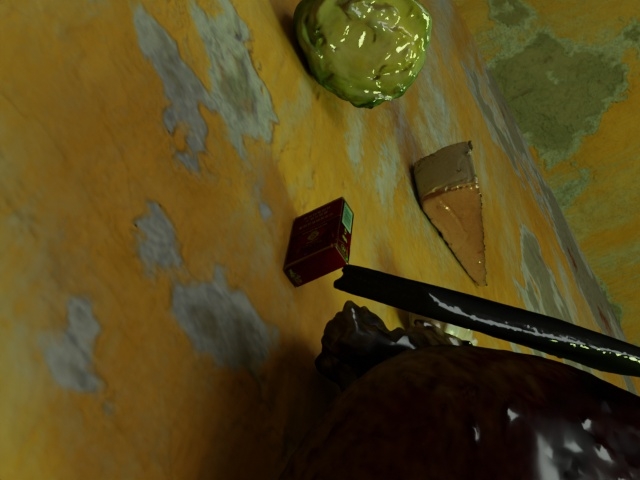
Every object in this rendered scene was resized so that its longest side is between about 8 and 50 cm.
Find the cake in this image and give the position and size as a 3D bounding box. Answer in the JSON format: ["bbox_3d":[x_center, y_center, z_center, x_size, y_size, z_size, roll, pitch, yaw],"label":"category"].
[{"bbox_3d":[0.196,-0.034,1.287,0.225,0.090,0.109,72,8,-45],"label":"cake"}]

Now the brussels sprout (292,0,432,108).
[{"bbox_3d":[0.047,-0.240,1.010,0.122,0.149,0.151,-113,-176,-58],"label":"brussels sprout"}]

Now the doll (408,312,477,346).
[{"bbox_3d":[0.139,0.088,0.946,0.127,0.084,0.073,52,22,-50],"label":"doll"}]

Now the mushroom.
[{"bbox_3d":[0.082,0.205,0.538,0.331,0.356,0.334,29,73,-50],"label":"mushroom"}]

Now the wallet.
[{"bbox_3d":[0.138,0.059,0.579,0.244,0.124,0.025,19,87,-24],"label":"wallet"}]

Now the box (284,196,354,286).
[{"bbox_3d":[0.000,0.000,0.749,0.023,0.051,0.082,54,23,-26],"label":"box"}]
